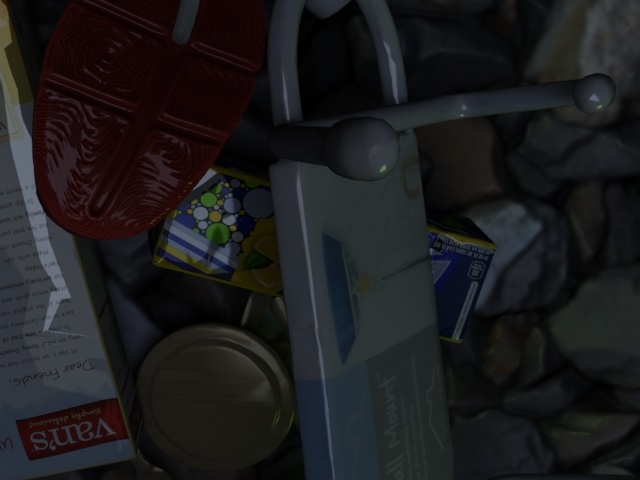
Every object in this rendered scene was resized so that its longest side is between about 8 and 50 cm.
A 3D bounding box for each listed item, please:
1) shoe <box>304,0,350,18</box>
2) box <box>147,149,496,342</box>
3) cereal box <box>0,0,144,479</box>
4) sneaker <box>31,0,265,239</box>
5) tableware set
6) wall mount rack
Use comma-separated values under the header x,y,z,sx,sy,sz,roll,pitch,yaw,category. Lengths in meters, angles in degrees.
x,y,z,sx,sy,sz,roll,pitch,yaw,category
0.032,-0.195,0.631,0.081,0.063,0.178,40,92,-17,shoe
0.000,0.000,0.688,0.169,0.054,0.059,15,103,-13,box
-0.198,0.011,0.652,0.173,0.047,0.240,-11,110,3,cereal box
-0.079,-0.095,0.594,0.087,0.128,0.221,23,72,-17,sneaker
-0.028,0.124,0.733,0.128,0.039,0.194,-26,104,12,tableware set
0.044,0.051,0.531,0.130,0.304,0.350,-3,98,29,wall mount rack
